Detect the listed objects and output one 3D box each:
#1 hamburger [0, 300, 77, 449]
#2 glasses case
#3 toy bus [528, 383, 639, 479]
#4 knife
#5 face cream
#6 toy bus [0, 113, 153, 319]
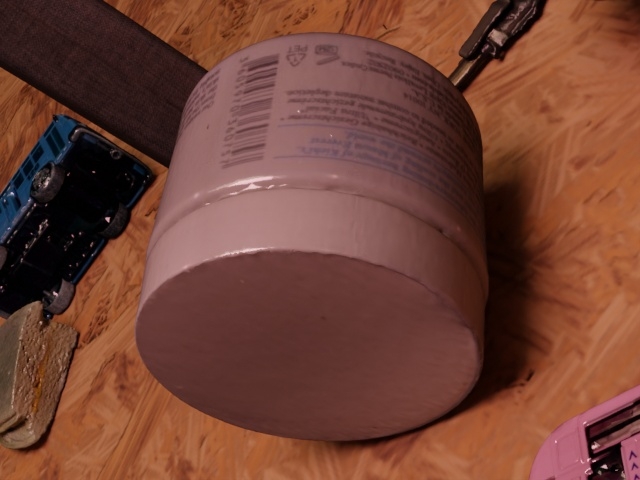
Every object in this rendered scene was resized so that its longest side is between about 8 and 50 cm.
[{"bbox_3d":[-0.256,0.119,0.944,0.084,0.054,0.121,-23,52,38],"label":"hamburger"},{"bbox_3d":[-0.164,-0.128,0.787,0.074,0.323,0.131,-59,29,-1],"label":"glasses case"},{"bbox_3d":[0.129,0.150,0.409,0.090,0.063,0.203,-36,35,33],"label":"toy bus"},{"bbox_3d":[0.122,-0.146,0.713,0.222,0.021,0.045,-41,38,21],"label":"knife"},{"bbox_3d":[0.000,0.000,0.600,0.177,0.177,0.153,-29,39,35],"label":"face cream"},{"bbox_3d":[-0.243,-0.022,1.015,0.185,0.090,0.106,-53,31,5],"label":"toy bus"}]
